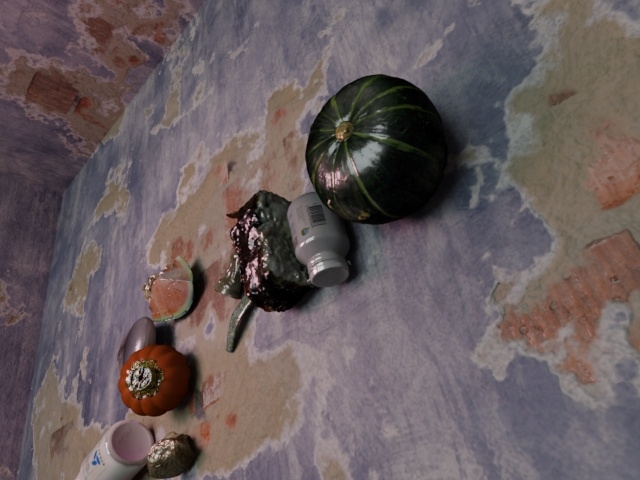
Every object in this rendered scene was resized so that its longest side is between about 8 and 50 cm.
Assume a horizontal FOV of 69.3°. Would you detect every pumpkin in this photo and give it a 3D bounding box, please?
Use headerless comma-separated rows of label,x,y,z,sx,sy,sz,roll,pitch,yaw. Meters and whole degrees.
pumpkin,0.116,-0.190,0.994,0.323,0.241,0.323,-21,61,43

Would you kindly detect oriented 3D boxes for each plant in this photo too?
plant,-0.614,0.191,1.769,0.122,0.104,0.116,14,125,19

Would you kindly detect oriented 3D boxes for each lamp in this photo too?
lamp,-0.520,0.438,1.458,0.223,0.196,0.223,-2,71,7

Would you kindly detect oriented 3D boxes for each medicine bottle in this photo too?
medicine bottle,0.000,0.000,1.121,0.135,0.135,0.215,-38,50,31
medicine bottle,-0.692,0.743,1.538,0.293,0.170,0.170,-50,45,22

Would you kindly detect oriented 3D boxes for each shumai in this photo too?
shumai,-0.439,0.616,1.356,0.145,0.145,0.116,-56,32,15

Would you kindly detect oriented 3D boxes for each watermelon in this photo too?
watermelon,-0.489,0.187,1.614,0.146,0.128,0.231,23,109,22

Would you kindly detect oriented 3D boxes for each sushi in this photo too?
sushi,-0.141,0.015,1.224,0.182,0.196,0.343,-34,52,25

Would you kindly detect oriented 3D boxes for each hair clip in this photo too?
hair clip,-0.234,0.224,1.357,0.066,0.036,0.229,29,96,55

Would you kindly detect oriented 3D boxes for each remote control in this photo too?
remote control,-0.665,0.401,1.668,0.332,0.103,0.221,-38,45,49

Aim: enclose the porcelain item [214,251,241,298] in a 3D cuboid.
porcelain item,-0.246,0.069,1.420,0.081,0.069,0.215,18,83,54
